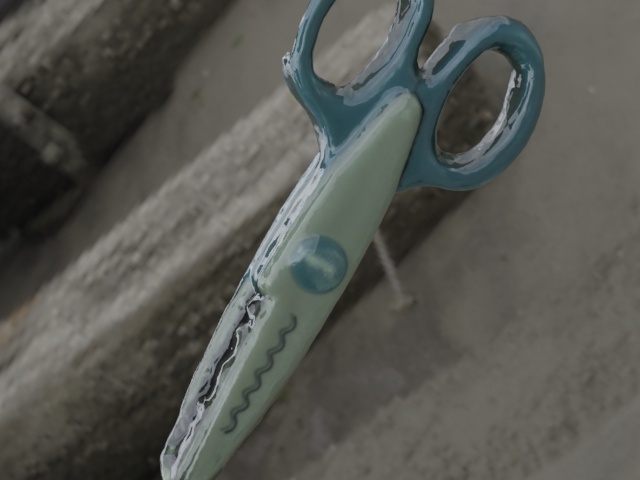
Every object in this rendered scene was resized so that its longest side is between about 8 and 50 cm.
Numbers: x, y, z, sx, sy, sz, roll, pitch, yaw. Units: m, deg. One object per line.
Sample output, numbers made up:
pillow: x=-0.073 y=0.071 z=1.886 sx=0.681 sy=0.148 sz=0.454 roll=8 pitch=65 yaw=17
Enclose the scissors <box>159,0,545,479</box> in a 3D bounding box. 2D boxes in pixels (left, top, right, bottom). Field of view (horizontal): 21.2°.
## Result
scissors: x=0.000 y=0.000 z=0.836 sx=0.289 sy=0.138 sz=0.041 roll=-59 pitch=27 yaw=3
